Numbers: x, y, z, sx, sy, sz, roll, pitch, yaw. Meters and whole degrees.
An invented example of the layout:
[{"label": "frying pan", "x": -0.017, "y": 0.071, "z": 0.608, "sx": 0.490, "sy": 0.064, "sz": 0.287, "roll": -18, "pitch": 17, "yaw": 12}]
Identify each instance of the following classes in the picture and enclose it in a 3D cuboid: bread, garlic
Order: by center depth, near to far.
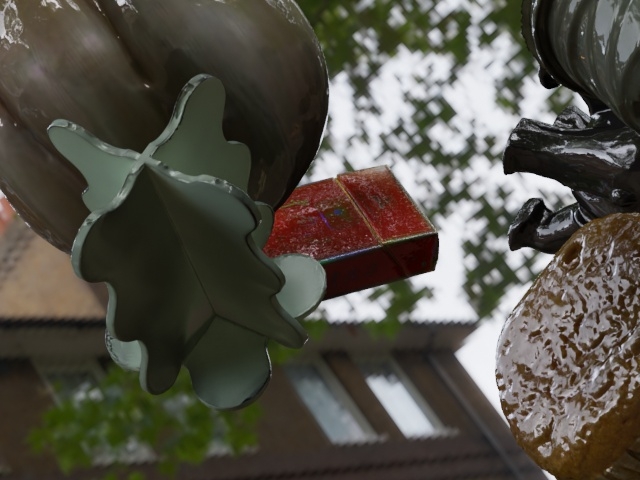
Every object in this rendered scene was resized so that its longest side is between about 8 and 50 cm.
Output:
[{"label": "garlic", "x": -0.132, "y": -0.100, "z": 1.286, "sx": 0.279, "sy": 0.132, "sz": 0.325, "roll": -24, "pitch": -65, "yaw": 9}, {"label": "bread", "x": 0.286, "y": 0.107, "z": 1.581, "sx": 0.142, "sy": 0.227, "sz": 0.253, "roll": 15, "pitch": -54, "yaw": -34}]

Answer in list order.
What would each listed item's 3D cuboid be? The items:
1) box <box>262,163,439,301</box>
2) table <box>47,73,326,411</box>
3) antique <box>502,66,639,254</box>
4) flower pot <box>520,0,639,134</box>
[{"label": "box", "x": 0.000, "y": -0.001, "z": 1.475, "sx": 0.175, "sy": 0.112, "sz": 0.048, "roll": -15, "pitch": -50, "yaw": -17}, {"label": "table", "x": -0.094, "y": -0.001, "z": 1.160, "sx": 0.166, "sy": 0.166, "sz": 0.198, "roll": -32, "pitch": -35, "yaw": -8}, {"label": "antique", "x": 0.345, "y": -0.055, "z": 1.900, "sx": 0.185, "sy": 0.255, "sz": 0.322, "roll": -52, "pitch": -27, "yaw": -29}, {"label": "flower pot", "x": 0.286, "y": -0.167, "z": 1.363, "sx": 0.235, "sy": 0.140, "sz": 0.235, "roll": -10, "pitch": -40, "yaw": -9}]
